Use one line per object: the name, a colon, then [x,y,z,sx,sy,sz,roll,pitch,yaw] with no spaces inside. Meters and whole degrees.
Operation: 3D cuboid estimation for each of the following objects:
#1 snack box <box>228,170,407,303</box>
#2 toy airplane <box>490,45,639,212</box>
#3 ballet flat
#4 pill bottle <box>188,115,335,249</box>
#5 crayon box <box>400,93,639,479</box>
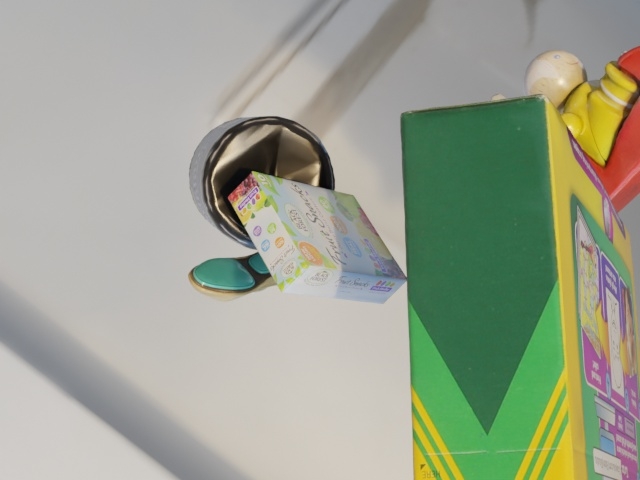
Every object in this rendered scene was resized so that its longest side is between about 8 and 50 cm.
snack box: [0.000,0.000,0.995,0.037,0.100,0.141,-46,149,24]
toy airplane: [0.357,-0.125,1.617,0.384,0.272,0.386,-34,164,8]
ballet flat: [-0.123,0.064,1.904,0.232,0.080,0.073,-14,143,-46]
pill bottle: [-0.064,-0.059,1.172,0.123,0.122,0.219,-53,-168,-3]
crayon box: [0.159,0.108,0.859,0.363,0.106,0.313,33,54,-64]
